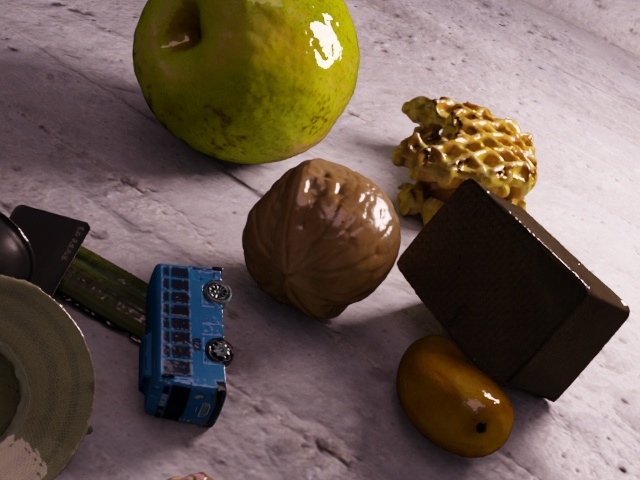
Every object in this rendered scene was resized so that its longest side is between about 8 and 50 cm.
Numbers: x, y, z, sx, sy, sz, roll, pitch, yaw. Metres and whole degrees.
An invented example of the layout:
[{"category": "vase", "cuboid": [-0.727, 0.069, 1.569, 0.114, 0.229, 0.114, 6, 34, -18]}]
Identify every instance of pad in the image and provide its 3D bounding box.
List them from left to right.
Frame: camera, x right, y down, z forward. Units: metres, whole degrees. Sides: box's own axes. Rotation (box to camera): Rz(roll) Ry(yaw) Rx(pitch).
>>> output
[{"category": "pad", "cuboid": [-0.381, 0.021, 1.320, 0.112, 0.003, 0.157, 15, 52, 7]}]

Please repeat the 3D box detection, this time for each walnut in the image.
[{"category": "walnut", "cuboid": [0.000, 0.000, 1.416, 0.228, 0.228, 0.228, 13, 32, -8]}]

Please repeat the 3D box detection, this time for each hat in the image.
[{"category": "hat", "cuboid": [-0.370, 0.159, 1.053, 0.252, 0.252, 0.110, -11, 2, -38]}]

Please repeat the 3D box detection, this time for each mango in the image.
[{"category": "mango", "cuboid": [0.166, 0.195, 1.296, 0.136, 0.099, 0.227, 6, 24, -16]}]

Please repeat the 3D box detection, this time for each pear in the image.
[{"category": "pear", "cuboid": [-0.108, -0.303, 1.707, 0.391, 0.391, 0.391, 13, 32, -8]}]

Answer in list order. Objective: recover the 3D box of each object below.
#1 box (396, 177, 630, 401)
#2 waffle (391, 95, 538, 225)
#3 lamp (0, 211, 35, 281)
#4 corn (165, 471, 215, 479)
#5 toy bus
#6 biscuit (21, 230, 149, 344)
[{"category": "box", "cuboid": [0.266, 0.070, 1.426, 0.143, 0.184, 0.273, 24, 20, -47]}, {"category": "waffle", "cuboid": [0.257, -0.141, 1.818, 0.261, 0.151, 0.324, 15, 33, 2]}, {"category": "lamp", "cuboid": [-0.440, 0.078, 1.154, 0.172, 0.147, 0.227, 39, 41, -14]}, {"category": "corn", "cuboid": [-0.193, 0.329, 0.897, 0.126, 0.127, 0.335, 32, 38, 23]}, {"category": "toy bus", "cuboid": [-0.163, 0.124, 1.211, 0.106, 0.090, 0.185, 8, 48, -17]}, {"category": "biscuit", "cuboid": [-0.287, 0.061, 1.336, 0.322, 0.038, 0.099, 28, 30, 17]}]
